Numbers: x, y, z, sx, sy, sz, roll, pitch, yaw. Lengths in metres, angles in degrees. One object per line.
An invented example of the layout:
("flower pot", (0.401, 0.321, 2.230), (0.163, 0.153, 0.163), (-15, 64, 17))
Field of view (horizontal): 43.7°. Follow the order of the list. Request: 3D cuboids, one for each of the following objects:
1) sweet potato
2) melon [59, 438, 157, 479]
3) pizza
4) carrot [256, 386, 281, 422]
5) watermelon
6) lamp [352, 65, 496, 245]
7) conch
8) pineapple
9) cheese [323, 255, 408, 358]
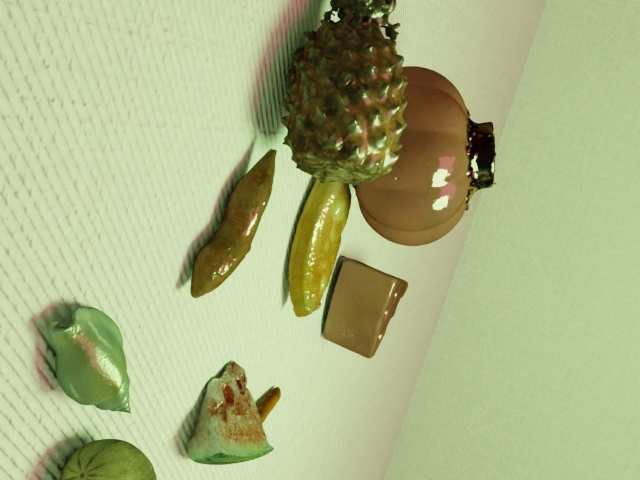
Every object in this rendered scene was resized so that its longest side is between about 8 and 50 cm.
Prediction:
("sweet potato", (-0.104, -0.020, 1.012), (0.218, 0.051, 0.065), (-63, 159, -17))
("melon", (-0.233, 0.269, 0.879), (0.098, 0.098, 0.131), (-65, 156, -14))
("pizza", (-0.002, -0.002, 1.328), (0.134, 0.056, 0.271), (-37, 140, -55))
("carrot", (-0.107, 0.306, 1.391), (0.190, 0.037, 0.037), (-43, 149, -57))
("watermelon", (-0.131, 0.265, 1.170), (0.098, 0.121, 0.158), (22, 84, -51))
("lamp", (0.172, -0.141, 1.337), (0.305, 0.239, 0.305), (-1, 90, -83))
("conch", (-0.220, 0.123, 0.805), (0.088, 0.065, 0.180), (-56, 149, -32))
("pineapple", (0.045, -0.258, 1.053), (0.175, 0.175, 0.361), (45, 52, -71))
("cheese", (0.082, 0.139, 1.639), (0.177, 0.128, 0.203), (-67, 167, 0))
